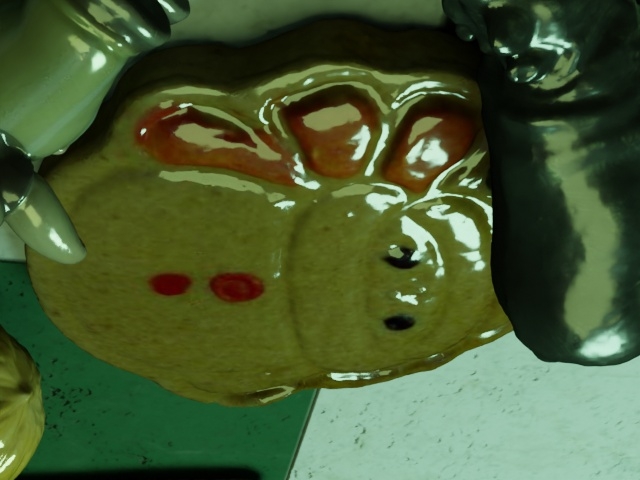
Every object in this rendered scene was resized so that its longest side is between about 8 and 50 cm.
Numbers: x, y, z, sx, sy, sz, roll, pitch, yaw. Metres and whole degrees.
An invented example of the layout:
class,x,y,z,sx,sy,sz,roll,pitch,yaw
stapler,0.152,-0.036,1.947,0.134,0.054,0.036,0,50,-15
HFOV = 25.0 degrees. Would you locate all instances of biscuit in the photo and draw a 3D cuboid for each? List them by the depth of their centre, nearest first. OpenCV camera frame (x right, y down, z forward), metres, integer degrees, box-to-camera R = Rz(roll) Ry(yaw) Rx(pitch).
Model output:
class,x,y,z,sx,sy,sz,roll,pitch,yaw
biscuit,0.000,0.000,0.946,0.381,0.074,0.359,2,144,-2

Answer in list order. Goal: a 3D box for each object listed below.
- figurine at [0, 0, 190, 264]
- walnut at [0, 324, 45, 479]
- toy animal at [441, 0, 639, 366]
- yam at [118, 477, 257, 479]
class,x,y,z,sx,sy,sz,roll,pitch,yaw
figurine,-0.248,-0.043,0.760,0.380,0.248,0.203,-28,132,9
walnut,-0.288,0.120,1.004,0.206,0.159,0.159,-12,141,19
toy animal,0.140,-0.082,0.781,0.168,0.106,0.343,-35,127,-16
yam,-0.168,0.226,1.231,0.264,0.046,0.046,-2,142,-3
